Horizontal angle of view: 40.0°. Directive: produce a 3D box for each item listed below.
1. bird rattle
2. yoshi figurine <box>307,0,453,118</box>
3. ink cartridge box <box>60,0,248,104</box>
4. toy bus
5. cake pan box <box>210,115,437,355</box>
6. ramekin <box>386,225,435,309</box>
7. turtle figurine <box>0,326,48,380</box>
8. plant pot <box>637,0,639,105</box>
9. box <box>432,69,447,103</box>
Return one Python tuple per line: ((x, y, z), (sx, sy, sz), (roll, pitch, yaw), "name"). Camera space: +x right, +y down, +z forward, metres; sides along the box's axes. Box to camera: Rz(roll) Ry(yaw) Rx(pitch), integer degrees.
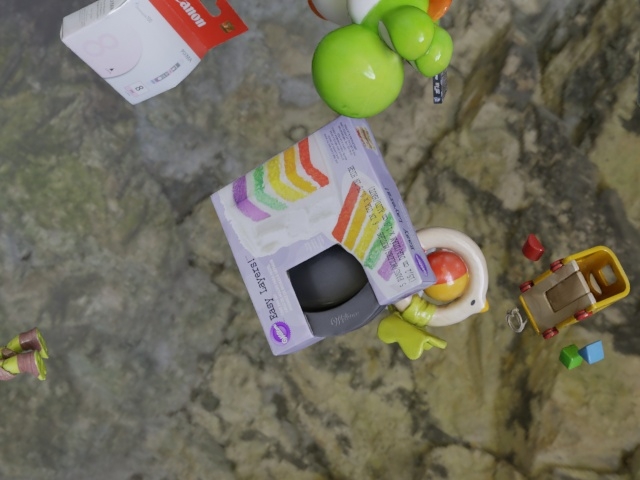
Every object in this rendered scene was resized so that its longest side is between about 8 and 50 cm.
((0.164, 0.055, 1.422), (0.207, 0.254, 0.143), (-13, 180, 2), "bird rattle")
((0.028, -0.275, 1.091), (0.362, 0.203, 0.203), (-119, -149, -50), "yoshi figurine")
((-0.255, -0.321, 1.376), (0.232, 0.189, 0.066), (-17, -121, 19), "ink cartridge box")
((0.405, 0.087, 1.419), (0.202, 0.104, 0.191), (38, -42, 53), "toy bus")
((0.000, 0.000, 1.204), (0.245, 0.267, 0.070), (-28, 166, 24), "cake pan box")
((0.177, 0.059, 1.934), (0.207, 0.109, 0.207), (17, 90, -74), "ramekin")
((-0.568, 0.209, 1.455), (0.217, 0.087, 0.269), (-17, -165, -7), "turtle figurine")
((0.931, -0.487, 2.164), (0.341, 0.341, 0.334), (-116, -148, -84), "plant pot")
((0.247, -0.328, 1.813), (0.083, 0.018, 0.067), (-63, 151, -55), "box")
